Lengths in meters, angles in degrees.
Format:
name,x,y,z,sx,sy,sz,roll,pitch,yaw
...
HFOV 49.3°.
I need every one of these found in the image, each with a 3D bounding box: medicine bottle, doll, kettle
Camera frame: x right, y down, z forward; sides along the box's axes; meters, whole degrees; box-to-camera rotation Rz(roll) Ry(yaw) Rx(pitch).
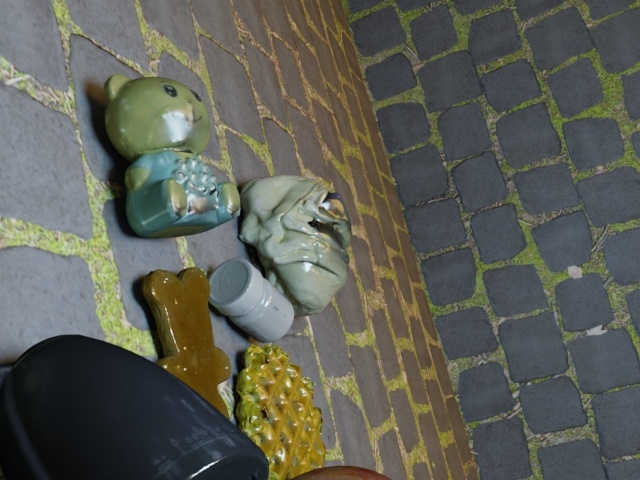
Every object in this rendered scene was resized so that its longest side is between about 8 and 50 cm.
name,x,y,z,sx,sy,sz,roll,pitch,yaw
medicine bottle,-0.129,0.116,1.308,0.168,0.105,0.105,50,27,-48
doll,-0.248,-0.139,1.122,0.177,0.161,0.261,-4,77,-49
kettle,-0.239,0.209,0.697,0.290,0.207,0.268,37,20,28

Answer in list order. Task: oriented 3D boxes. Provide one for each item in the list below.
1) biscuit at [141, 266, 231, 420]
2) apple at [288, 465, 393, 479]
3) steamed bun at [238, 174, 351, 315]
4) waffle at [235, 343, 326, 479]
name,x,y,z,sx,sy,sz,roll,pitch,yaw
biscuit,-0.208,0.188,1.096,0.197,0.049,0.302,6,66,-66
apple,0.015,0.516,1.096,0.345,0.269,0.345,5,90,-68
steamed bun,-0.035,-0.006,1.551,0.275,0.206,0.320,-83,153,-57
waffle,-0.068,0.353,1.311,0.302,0.068,0.325,42,33,-57
